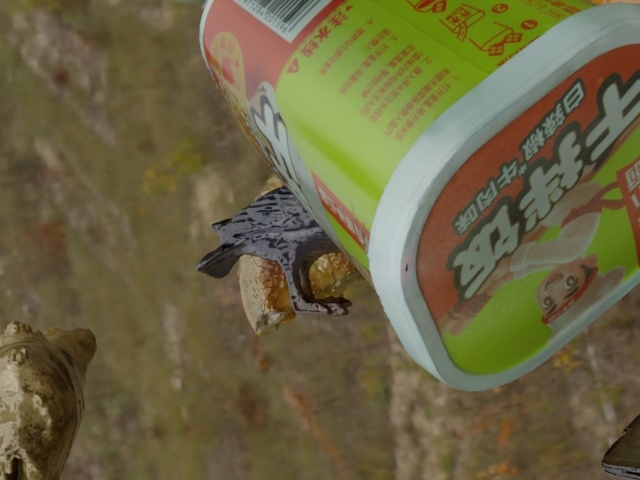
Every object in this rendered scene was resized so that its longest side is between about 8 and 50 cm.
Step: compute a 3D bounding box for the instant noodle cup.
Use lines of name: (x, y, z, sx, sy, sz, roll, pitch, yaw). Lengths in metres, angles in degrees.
instant noodle cup: (0.079, -0.095, 1.026, 0.308, 0.294, 0.294, 44, 140, 39)

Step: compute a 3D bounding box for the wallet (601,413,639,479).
wallet: (0.500, 0.253, 1.916, 0.137, 0.255, 0.031, 7, 122, 49)

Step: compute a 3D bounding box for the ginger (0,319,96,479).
ginger: (-0.324, 0.215, 1.658, 0.375, 0.166, 0.236, 9, -115, -78)

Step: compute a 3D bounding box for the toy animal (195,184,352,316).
toy animal: (-0.013, 0.004, 1.790, 0.122, 0.298, 0.185, 5, -93, -73)

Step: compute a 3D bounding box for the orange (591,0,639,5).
orange: (0.506, -0.277, 1.711, 0.340, 0.341, 0.293, -7, 67, 68)

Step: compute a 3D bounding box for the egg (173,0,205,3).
egg: (-0.128, -0.262, 1.272, 0.110, 0.085, 0.085, 29, 144, 3)

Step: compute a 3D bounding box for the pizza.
pizza: (0.000, 0.000, 2.028, 0.086, 0.226, 0.335, 100, -172, -66)
